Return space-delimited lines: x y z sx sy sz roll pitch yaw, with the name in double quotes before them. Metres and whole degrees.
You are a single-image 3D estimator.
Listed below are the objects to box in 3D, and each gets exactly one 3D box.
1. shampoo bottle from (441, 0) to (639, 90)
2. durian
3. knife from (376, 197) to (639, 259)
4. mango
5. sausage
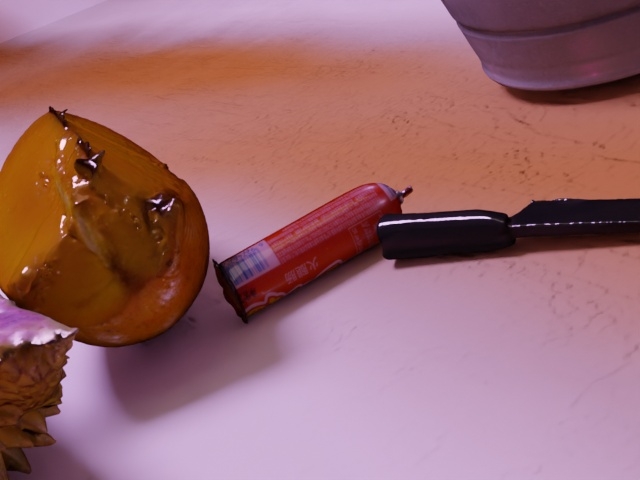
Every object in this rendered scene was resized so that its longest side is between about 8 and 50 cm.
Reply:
"shampoo bottle" 0.199 -0.272 0.696 0.272 0.266 0.273 -18 26 9
"durian" -0.252 0.114 0.547 0.191 0.112 0.341 -48 24 -24
"knife" 0.141 -0.014 0.537 0.230 0.028 0.060 -4 20 35
"mango" -0.152 -0.010 0.631 0.126 0.154 0.252 -49 20 0
"sausage" 0.000 0.000 0.610 0.145 0.048 0.050 -30 -13 -12
